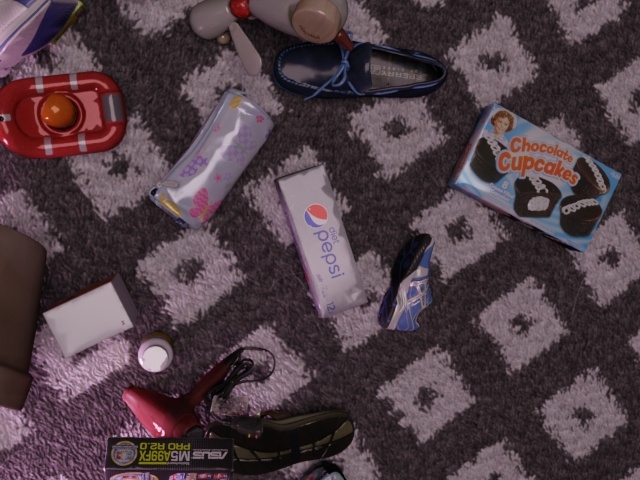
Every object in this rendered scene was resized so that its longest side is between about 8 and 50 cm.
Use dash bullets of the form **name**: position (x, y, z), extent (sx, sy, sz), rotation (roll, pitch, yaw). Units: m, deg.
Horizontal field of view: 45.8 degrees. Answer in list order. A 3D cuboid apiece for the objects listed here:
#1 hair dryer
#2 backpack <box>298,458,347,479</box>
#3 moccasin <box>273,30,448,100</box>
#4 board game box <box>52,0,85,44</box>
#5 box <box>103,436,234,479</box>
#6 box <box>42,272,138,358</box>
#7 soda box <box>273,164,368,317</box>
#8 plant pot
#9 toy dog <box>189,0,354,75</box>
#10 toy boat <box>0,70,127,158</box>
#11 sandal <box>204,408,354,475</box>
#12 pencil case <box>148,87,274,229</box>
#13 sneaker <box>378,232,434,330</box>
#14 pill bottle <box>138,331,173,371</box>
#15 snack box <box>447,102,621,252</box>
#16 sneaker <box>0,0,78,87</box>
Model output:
- **hair dryer**: position (-0.234, 0.306, 1.444), extent (0.294, 0.223, 0.080), rotation (-3, 122, 3)
- **backpack**: position (-0.008, 0.556, 1.493), extent (0.188, 0.144, 0.165), rotation (-33, 104, -4)
- **moccasin**: position (0.081, -0.346, 1.473), extent (0.342, 0.117, 0.137), rotation (-4, 94, -10)
- **board game box**: position (-0.536, -0.458, 1.392), extent (0.181, 0.043, 0.092), rotation (40, 86, -10)
- **box**: position (-0.277, 0.433, 1.383), extent (0.217, 0.270, 0.060), rotation (4, 55, -12)
- **box**: position (-0.413, 0.132, 1.380), extent (0.130, 0.170, 0.091), rotation (-25, 97, -9)
- **soda box**: position (0.000, 0.000, 1.489), extent (0.098, 0.091, 0.286), rotation (-20, 96, -8)
- **plant pot**: position (-0.617, 0.110, 1.299), extent (0.323, 0.323, 0.280), rotation (21, 72, -11)
- **toy dog**: position (-0.066, -0.402, 1.399), extent (0.220, 0.334, 0.161), rotation (-53, 137, -17)
- **toy boat**: position (-0.470, -0.228, 1.361), extent (0.231, 0.151, 0.150), rotation (-9, 94, -10)
- **sandal**: position (-0.082, 0.387, 1.501), extent (0.303, 0.086, 0.120), rotation (0, 107, -22)
- **pencil case**: position (-0.206, -0.153, 1.431), extent (0.124, 0.113, 0.273), rotation (40, 84, -32)
- **sneaker**: position (0.189, 0.086, 1.542), extent (0.081, 0.080, 0.211), rotation (18, 99, -17)
- **pill bottle**: position (-0.310, 0.212, 1.430), extent (0.065, 0.116, 0.065), rotation (-1, 93, -10)
- **snack box**: position (0.447, -0.128, 1.580), extent (0.322, 0.060, 0.187), rotation (26, 88, -10)
- **sneaker**: position (-0.598, -0.376, 1.318), extent (0.316, 0.127, 0.182), rotation (-37, 94, 15)
